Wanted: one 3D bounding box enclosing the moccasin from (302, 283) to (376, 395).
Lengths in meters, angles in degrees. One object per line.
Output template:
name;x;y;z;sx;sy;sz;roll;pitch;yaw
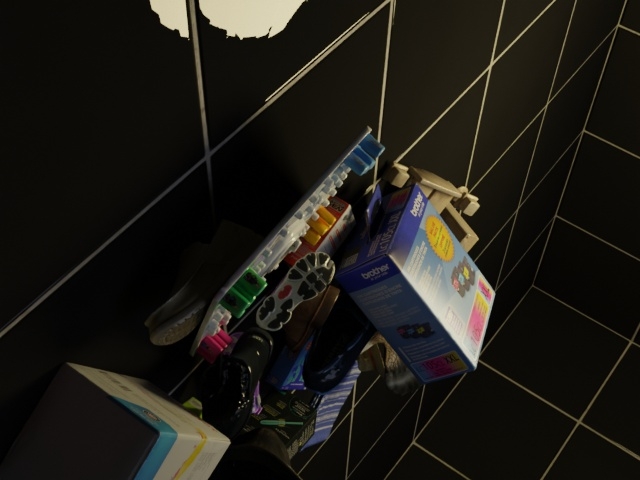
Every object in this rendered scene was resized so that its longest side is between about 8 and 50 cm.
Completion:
moccasin;0.069;0.171;2.063;0.117;0.137;0.342;79;31;-62

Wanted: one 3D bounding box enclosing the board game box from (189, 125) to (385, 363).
board game box;-0.064;0.024;1.643;0.390;0.050;0.390;-49;178;-24

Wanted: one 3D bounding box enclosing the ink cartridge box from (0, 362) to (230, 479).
ink cartridge box;-0.310;0.335;1.491;0.197;0.198;0.270;-59;158;-3

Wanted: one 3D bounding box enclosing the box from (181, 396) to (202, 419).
box;-0.283;0.399;1.848;0.109;0.042;0.178;-30;144;-52

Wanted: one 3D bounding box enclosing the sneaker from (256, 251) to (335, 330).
sneaker;-0.051;0.082;1.649;0.170;0.068;0.071;-41;-169;-9

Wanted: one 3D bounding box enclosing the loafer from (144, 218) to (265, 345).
loafer;-0.195;0.061;1.517;0.268;0.092;0.102;-47;174;-41

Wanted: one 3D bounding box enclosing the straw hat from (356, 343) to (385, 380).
straw hat;0.122;0.312;2.509;0.061;0.145;0.144;-16;149;-5

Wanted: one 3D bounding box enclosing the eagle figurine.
eagle figurine;0.148;0.218;2.281;0.298;0.225;0.226;72;9;-60

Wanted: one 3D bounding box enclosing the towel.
towel;0.045;0.412;2.592;0.336;0.040;0.243;-62;159;8

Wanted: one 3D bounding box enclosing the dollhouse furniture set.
dollhouse furniture set;0.184;-0.051;2.292;0.355;0.174;0.303;19;117;-39

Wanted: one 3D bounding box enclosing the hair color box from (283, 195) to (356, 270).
hair color box;0.000;0.000;1.931;0.167;0.053;0.093;-52;158;-13

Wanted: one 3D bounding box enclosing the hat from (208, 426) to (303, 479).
hat;-0.132;0.482;2.019;0.331;0.331;0.134;97;11;-46

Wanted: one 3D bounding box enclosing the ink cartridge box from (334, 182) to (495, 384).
ink cartridge box;0.191;0.070;2.035;0.151;0.395;0.270;-26;-156;34

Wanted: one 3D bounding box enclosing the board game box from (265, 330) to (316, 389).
board game box;-0.029;0.240;2.188;0.210;0.047;0.160;-62;158;3

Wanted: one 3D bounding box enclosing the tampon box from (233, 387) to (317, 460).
tampon box;-0.103;0.437;2.186;0.161;0.120;0.101;-42;152;-36

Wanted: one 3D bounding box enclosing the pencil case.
pencil case;-0.155;0.271;1.899;0.086;0.088;0.206;-46;155;-34

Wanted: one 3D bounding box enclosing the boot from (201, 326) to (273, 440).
boot;-0.171;0.286;1.711;0.247;0.094;0.207;-65;175;16

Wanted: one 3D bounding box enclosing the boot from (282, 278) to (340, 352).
boot;-0.049;0.143;1.974;0.112;0.115;0.305;-64;-179;-26
